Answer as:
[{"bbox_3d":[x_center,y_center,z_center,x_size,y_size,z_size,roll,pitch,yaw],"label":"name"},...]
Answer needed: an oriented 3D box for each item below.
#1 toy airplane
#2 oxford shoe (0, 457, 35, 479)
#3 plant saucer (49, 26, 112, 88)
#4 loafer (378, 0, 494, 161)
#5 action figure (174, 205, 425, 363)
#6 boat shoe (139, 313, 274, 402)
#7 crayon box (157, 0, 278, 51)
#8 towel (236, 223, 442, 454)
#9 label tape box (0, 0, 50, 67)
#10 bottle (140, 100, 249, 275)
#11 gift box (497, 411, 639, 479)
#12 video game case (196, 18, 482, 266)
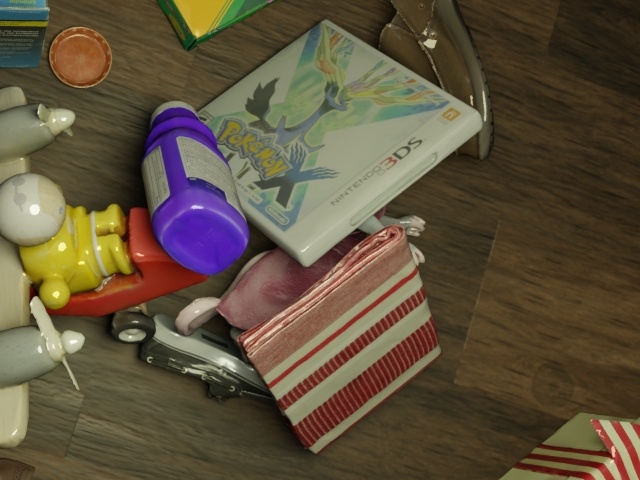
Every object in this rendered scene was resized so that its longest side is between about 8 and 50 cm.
[{"bbox_3d":[-0.378,0.009,1.513,0.386,0.272,0.384,39,59,13],"label":"toy airplane"},{"bbox_3d":[-0.413,0.411,1.575,0.098,0.097,0.271,7,84,-21],"label":"oxford shoe"},{"bbox_3d":[-0.324,-0.246,1.685,0.084,0.013,0.083,1,87,-15],"label":"plant saucer"},{"bbox_3d":[0.150,-0.275,1.775,0.130,0.134,0.365,-19,81,7],"label":"loafer"},{"bbox_3d":[0.000,0.000,1.677,0.276,0.248,0.370,19,85,2],"label":"action figure"},{"bbox_3d":[-0.138,0.178,1.680,0.229,0.080,0.076,25,103,-17],"label":"boat shoe"},{"bbox_3d":[-0.177,-0.421,1.702,0.165,0.081,0.278,-32,95,-15],"label":"crayon box"},{"bbox_3d":[0.036,0.133,1.565,0.237,0.329,0.037,-37,57,-9],"label":"towel"},{"bbox_3d":[-0.450,-0.289,1.486,0.241,0.334,0.105,-1,87,-16],"label":"label tape box"},{"bbox_3d":[-0.163,-0.077,1.537,0.092,0.283,0.118,-41,125,15],"label":"bottle"},{"bbox_3d":[0.378,0.383,1.710,0.255,0.258,0.276,-42,98,-15],"label":"gift box"},{"bbox_3d":[-0.005,-0.141,1.636,0.300,0.329,0.036,-38,138,-15],"label":"video game case"}]
